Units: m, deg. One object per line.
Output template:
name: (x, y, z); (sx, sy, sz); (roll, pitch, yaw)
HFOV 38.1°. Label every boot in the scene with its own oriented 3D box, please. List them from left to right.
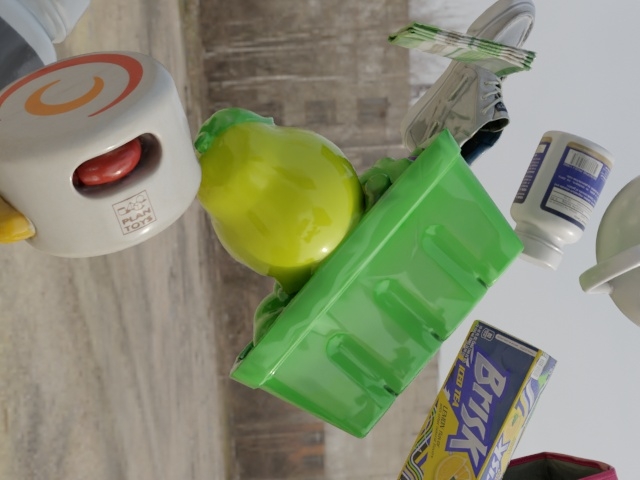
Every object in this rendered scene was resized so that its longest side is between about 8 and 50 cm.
boot: (0.224, -0.198, 1.243); (0.258, 0.095, 0.123); (-53, -132, 17)

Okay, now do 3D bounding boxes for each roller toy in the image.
roller toy: (-0.219, -0.079, 0.897); (0.209, 0.191, 0.146); (-69, 153, -49)

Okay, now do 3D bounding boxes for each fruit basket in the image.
fruit basket: (0.000, 0.000, 1.088); (0.283, 0.392, 0.391); (150, -64, -87)

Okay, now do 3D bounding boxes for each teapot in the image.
teapot: (0.465, 0.000, 1.123); (0.187, 0.253, 0.256); (97, 18, -70)

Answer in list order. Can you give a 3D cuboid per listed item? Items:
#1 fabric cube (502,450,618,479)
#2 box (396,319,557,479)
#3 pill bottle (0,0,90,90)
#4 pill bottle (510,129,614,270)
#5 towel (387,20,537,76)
fabric cube: (0.231, 0.419, 1.116); (0.254, 0.259, 0.258); (117, -41, -80)
box: (0.111, 0.148, 0.691); (0.168, 0.059, 0.054); (-63, 149, -3)
pill bottle: (-0.444, -0.199, 1.090); (0.361, 0.204, 0.204); (-59, 173, -17)
pill bottle: (0.344, -0.057, 1.364); (0.112, 0.112, 0.186); (180, -65, -86)
towel: (0.161, -0.218, 1.074); (0.113, 0.152, 0.023); (-162, -96, -80)
